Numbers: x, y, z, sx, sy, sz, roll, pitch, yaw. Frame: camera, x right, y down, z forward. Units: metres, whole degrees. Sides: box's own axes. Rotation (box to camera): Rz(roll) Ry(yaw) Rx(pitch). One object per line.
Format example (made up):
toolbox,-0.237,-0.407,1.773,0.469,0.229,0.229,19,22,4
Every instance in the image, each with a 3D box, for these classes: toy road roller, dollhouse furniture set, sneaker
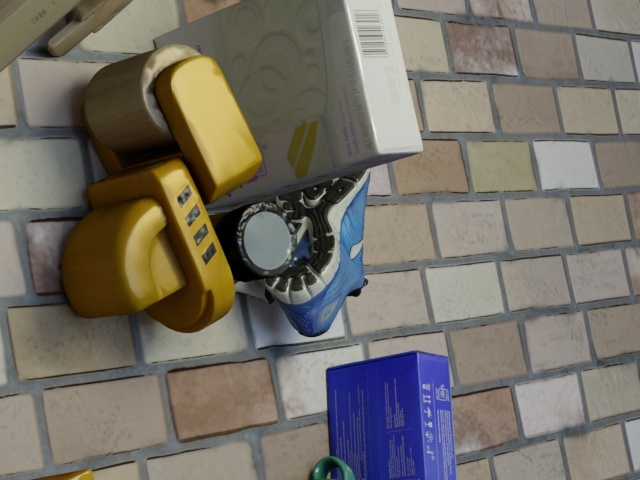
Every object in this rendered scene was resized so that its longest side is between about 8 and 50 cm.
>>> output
toy road roller,-0.204,-0.045,1.900,0.241,0.202,0.329,-31,104,-38
dollhouse furniture set,-0.408,-0.360,1.855,0.303,0.198,0.286,50,0,7
sneaker,-0.100,0.055,2.112,0.043,0.040,0.109,-51,130,-7
sneaker,0.000,0.000,2.191,0.330,0.130,0.147,-70,155,-45

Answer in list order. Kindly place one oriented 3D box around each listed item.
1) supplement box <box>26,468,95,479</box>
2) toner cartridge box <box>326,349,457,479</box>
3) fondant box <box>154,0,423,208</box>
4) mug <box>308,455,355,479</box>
supplement box,-0.311,0.358,1.649,0.129,0.191,0.194,-21,94,-50
toner cartridge box,0.099,0.333,2.148,0.075,0.165,0.347,13,70,-46
fondant box,-0.046,-0.186,2.015,0.096,0.330,0.238,-9,85,-48
mug,0.005,0.362,2.081,0.129,0.097,0.157,0,79,-49
